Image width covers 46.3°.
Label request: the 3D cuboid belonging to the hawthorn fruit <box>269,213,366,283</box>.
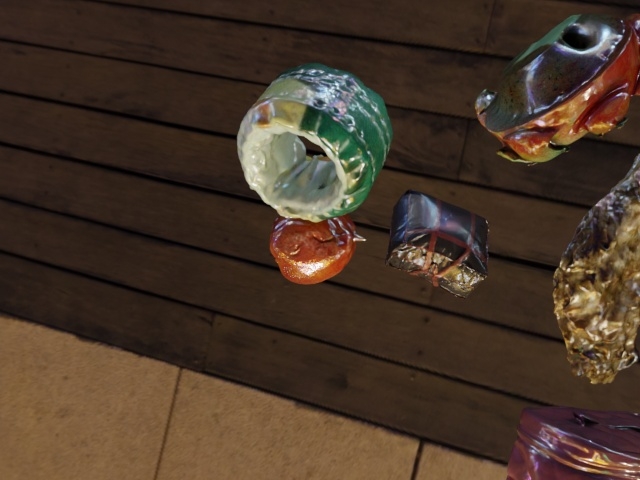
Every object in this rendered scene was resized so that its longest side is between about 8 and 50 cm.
[{"bbox_3d":[-0.014,-0.001,1.533,0.179,0.173,0.173,-42,80,16],"label":"hawthorn fruit"}]

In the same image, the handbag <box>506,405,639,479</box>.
[{"bbox_3d":[0.331,0.267,0.867,0.225,0.146,0.135,9,97,-22],"label":"handbag"}]

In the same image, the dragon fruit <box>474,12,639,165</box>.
[{"bbox_3d":[0.344,-0.220,1.058,0.130,0.295,0.268,48,132,-7],"label":"dragon fruit"}]

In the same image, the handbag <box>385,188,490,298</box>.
[{"bbox_3d":[0.247,0.010,1.576,0.215,0.169,0.155,22,135,-7],"label":"handbag"}]

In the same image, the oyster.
[{"bbox_3d":[0.457,0.066,1.193,0.111,0.204,0.396,16,117,43],"label":"oyster"}]

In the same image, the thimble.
[{"bbox_3d":[-0.013,-0.165,1.333,0.254,0.288,0.167,29,55,3],"label":"thimble"}]
